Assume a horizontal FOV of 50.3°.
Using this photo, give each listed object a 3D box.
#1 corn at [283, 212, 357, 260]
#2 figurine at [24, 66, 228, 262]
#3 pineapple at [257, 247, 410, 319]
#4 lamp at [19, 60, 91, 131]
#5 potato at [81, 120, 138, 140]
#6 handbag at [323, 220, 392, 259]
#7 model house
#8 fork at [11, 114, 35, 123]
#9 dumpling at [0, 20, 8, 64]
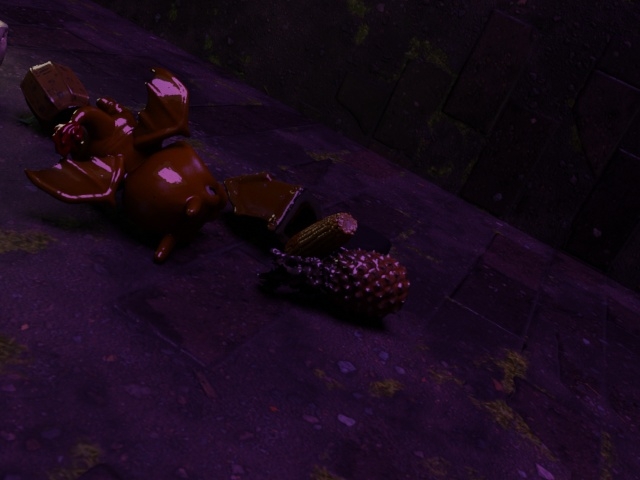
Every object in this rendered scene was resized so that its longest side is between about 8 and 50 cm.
[{"bbox_3d":[-0.004,0.001,1.687,0.091,0.260,0.091,-27,87,-41],"label":"corn"},{"bbox_3d":[-0.426,-0.150,1.563,0.387,0.268,0.401,42,56,1],"label":"figurine"},{"bbox_3d":[0.035,0.084,1.606,0.361,0.175,0.175,16,22,-25],"label":"pineapple"},{"bbox_3d":[-0.730,-0.393,1.886,0.161,0.161,0.185,-4,52,-52],"label":"lamp"},{"bbox_3d":[-0.552,-0.281,1.883,0.234,0.146,0.150,15,52,-30],"label":"potato"},{"bbox_3d":[0.088,0.016,1.958,0.192,0.075,0.332,29,22,10],"label":"handbag"},{"bbox_3d":[-0.142,-0.082,1.864,0.239,0.173,0.268,19,-13,22],"label":"model house"},{"bbox_3d":[-0.792,-0.350,1.936,0.039,0.021,0.235,32,20,8],"label":"fork"},{"bbox_3d":[-1.061,-0.525,1.881,0.316,0.233,0.395,-4,33,11],"label":"dumpling"}]
